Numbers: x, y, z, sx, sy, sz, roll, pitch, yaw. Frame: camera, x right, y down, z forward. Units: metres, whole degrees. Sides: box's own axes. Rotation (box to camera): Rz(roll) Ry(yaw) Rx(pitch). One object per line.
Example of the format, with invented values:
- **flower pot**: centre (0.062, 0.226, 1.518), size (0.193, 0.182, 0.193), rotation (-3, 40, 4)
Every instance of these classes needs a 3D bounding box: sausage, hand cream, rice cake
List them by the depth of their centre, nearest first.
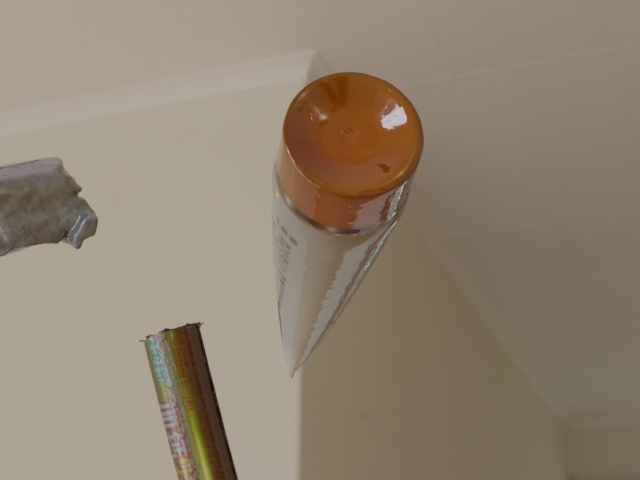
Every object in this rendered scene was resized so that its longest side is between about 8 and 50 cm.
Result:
- **rice cake**: centre (-0.237, 0.004, 0.506), size (0.269, 0.049, 0.055), rotation (-10, 5, -8)
- **hand cream**: centre (0.000, 0.000, 0.790), size (0.089, 0.140, 0.314), rotation (13, -20, -3)
- **sausage**: centre (-0.134, 0.286, 1.324), size (0.082, 0.372, 0.082), rotation (-15, -5, -1)
